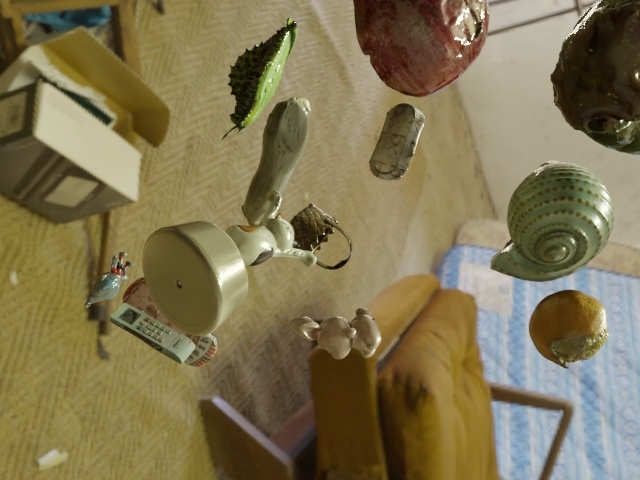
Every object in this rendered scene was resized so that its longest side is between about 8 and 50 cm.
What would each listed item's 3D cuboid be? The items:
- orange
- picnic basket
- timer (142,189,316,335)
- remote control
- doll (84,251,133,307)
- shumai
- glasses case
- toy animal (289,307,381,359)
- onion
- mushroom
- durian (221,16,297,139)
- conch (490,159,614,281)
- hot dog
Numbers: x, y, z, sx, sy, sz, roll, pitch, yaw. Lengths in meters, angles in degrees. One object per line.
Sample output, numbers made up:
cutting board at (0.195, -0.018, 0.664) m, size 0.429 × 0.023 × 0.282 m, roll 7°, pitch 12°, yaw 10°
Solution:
orange at (0.482, 0.174, 1.523) m, size 0.134 × 0.156 × 0.157 m, roll -56°, pitch 134°, yaw -52°
picnic basket at (0.000, 0.000, 2.017) m, size 0.178 × 0.128 × 0.138 m, roll 41°, pitch 33°, yaw 5°
timer at (-0.130, 0.020, 1.265) m, size 0.266 × 0.175 × 0.175 m, roll -29°, pitch 111°, yaw -44°
remote control at (-0.328, 0.183, 1.524) m, size 0.029 × 0.166 × 0.065 m, roll -63°, pitch 176°, yaw 30°
doll at (-0.361, 0.073, 1.337) m, size 0.114 × 0.039 × 0.057 m, roll -57°, pitch -178°, yaw -30°
shumai at (0.579, -0.319, 1.407) m, size 0.323 × 0.397 × 0.324 m, roll -20°, pitch 72°, yaw -49°
glasses case at (-0.365, 0.200, 1.913) m, size 0.266 × 0.103 × 0.067 m, roll 43°, pitch 18°, yaw -6°
toy animal at (0.033, 0.234, 1.897) m, size 0.124 × 0.212 × 0.124 m, roll 177°, pitch -90°, yaw -79°
onion at (0.146, -0.360, 1.181) m, size 0.283 × 0.120 × 0.227 m, roll 37°, pitch 71°, yaw -26°
mushroom at (-0.109, -0.187, 1.888) m, size 0.097 × 0.109 × 0.351 m, roll 2°, pitch 119°, yaw -42°
durian at (-0.178, -0.442, 2.138) m, size 0.375 × 0.106 × 0.132 m, roll -60°, pitch 152°, yaw 6°
conch at (0.513, -0.035, 1.699) m, size 0.319 × 0.215 × 0.303 m, roll -38°, pitch 158°, yaw -45°
hot dog at (0.183, -0.232, 1.855) m, size 0.059 × 0.108 × 0.191 m, roll 27°, pitch 81°, yaw -61°
